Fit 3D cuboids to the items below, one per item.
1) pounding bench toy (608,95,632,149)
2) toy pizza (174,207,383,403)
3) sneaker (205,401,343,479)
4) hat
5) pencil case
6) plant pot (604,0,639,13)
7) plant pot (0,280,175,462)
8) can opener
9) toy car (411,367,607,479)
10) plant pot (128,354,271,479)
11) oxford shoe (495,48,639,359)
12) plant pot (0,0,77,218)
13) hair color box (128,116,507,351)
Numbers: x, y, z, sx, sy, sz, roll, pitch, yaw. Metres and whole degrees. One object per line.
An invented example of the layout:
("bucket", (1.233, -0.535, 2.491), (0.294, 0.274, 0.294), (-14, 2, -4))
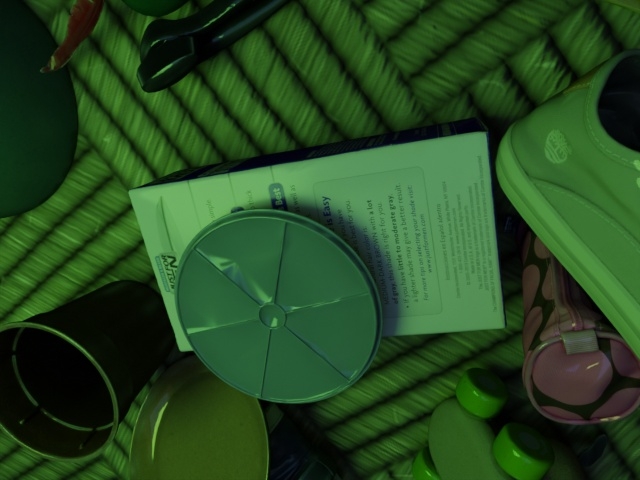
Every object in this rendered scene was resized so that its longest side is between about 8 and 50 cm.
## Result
("pounding bench toy", (0.288, -0.119, 0.423), (0.083, 0.065, 0.052), (-25, 101, 20))
("toy pizza", (-0.041, 0.064, 0.466), (0.201, 0.032, 0.201), (5, 111, 12))
("sneaker", (-0.072, 0.338, 0.645), (0.163, 0.086, 0.226), (41, 111, 1))
("hat", (-0.158, -0.213, 0.456), (0.173, 0.208, 0.183), (-4, 122, -30))
("pencil case", (0.208, 0.043, 0.419), (0.095, 0.209, 0.098), (2, 124, 16))
("plant pot", (0.228, -0.296, 0.317), (0.212, 0.212, 0.187), (22, 98, 5))
("plant pot", (-0.265, 0.134, 0.581), (0.167, 0.165, 0.167), (4, 108, 11))
("can opener", (-0.102, -0.210, 0.493), (0.186, 0.059, 0.073), (-28, 73, 10))
("toy car", (0.226, 0.245, 0.547), (0.188, 0.149, 0.155), (10, 116, -21))
("plant pot", (-0.146, 0.261, 0.607), (0.236, 0.032, 0.236), (-11, 70, 31))
("oxford shoe", (0.282, 0.044, 0.284), (0.449, 0.169, 0.130), (58, 145, 28))
("plant pot", (-0.446, -0.140, 0.518), (0.290, 0.195, 0.290), (4, 109, 11))
("hair color box", (0.000, 0.000, 0.508), (0.339, 0.110, 0.185), (-7, 108, 14))
